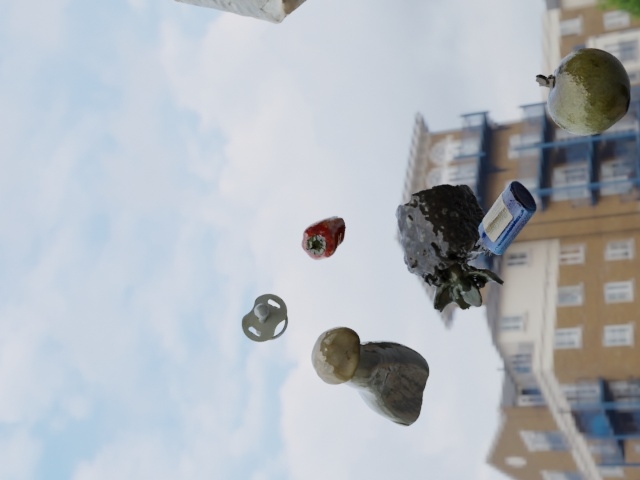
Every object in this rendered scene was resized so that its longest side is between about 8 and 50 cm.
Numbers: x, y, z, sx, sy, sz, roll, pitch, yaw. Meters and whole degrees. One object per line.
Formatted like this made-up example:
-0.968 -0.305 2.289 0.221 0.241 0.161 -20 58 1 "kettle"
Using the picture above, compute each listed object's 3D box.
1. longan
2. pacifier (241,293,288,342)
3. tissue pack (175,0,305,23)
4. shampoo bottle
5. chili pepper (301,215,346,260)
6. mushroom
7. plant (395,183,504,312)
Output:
0.468 -0.268 1.860 0.155 0.176 0.145 -70 -14 11 "longan"
-0.086 0.121 1.641 0.083 0.068 0.064 -54 -15 -14 "pacifier"
-0.128 -0.645 2.331 0.375 0.390 0.195 -45 -34 -35 "tissue pack"
0.385 -0.037 2.190 0.050 0.183 0.087 -9 -124 -31 "shampoo bottle"
0.000 0.000 2.314 0.192 0.084 0.086 -29 -74 -66 "chili pepper"
0.105 0.262 2.034 0.328 0.122 0.159 27 -135 -53 "mushroom"
0.328 0.027 2.642 0.213 0.215 0.312 2 -113 -38 "plant"
